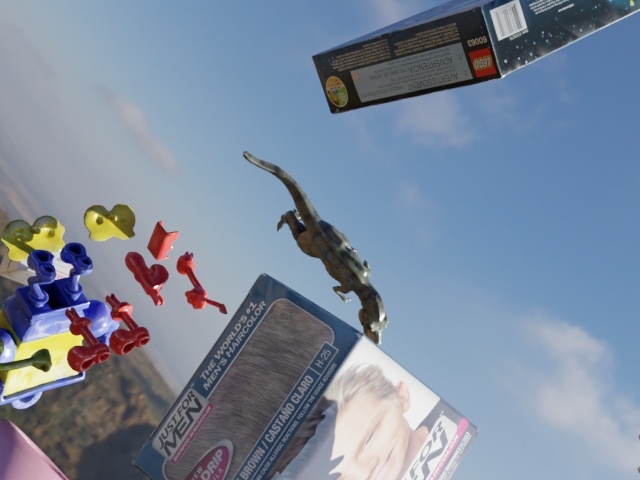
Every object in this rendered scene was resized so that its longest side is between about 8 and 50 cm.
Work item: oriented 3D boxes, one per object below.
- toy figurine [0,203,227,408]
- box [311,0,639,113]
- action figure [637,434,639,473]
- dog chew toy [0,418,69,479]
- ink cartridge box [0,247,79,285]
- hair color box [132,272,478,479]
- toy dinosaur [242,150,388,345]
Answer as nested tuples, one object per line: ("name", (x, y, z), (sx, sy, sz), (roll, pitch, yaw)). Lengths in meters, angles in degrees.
("toy figurine", (-0.300, 0.121, 0.967), (0.191, 0.363, 0.217), (45, -52, 25))
("box", (0.131, -0.153, 0.640), (0.159, 0.233, 0.044), (-3, -68, 54))
("action figure", (0.153, 0.276, 0.545), (0.275, 0.248, 0.370), (68, 14, 12))
("dog chew toy", (-0.361, 0.311, 0.806), (0.206, 0.332, 0.206), (41, -18, 17))
("ink cartridge box", (-0.474, 0.044, 1.611), (0.104, 0.061, 0.181), (25, -17, -28))
("hair color box", (0.011, 0.174, 0.805), (0.105, 0.174, 0.347), (30, -6, 31))
("toy dinosaur", (0.000, 0.000, 1.099), (0.268, 0.064, 0.118), (52, -3, -5))
